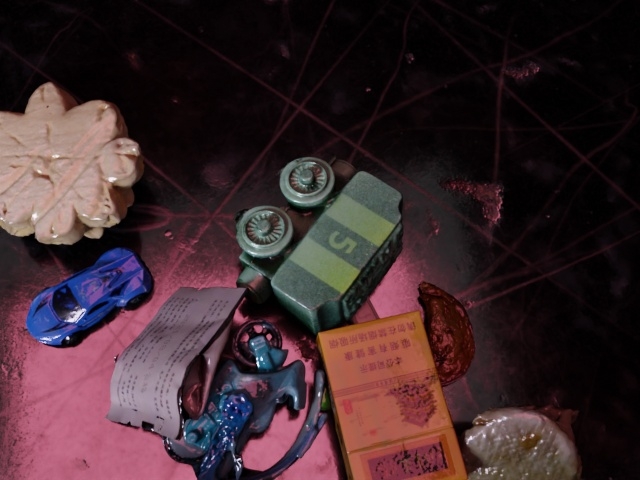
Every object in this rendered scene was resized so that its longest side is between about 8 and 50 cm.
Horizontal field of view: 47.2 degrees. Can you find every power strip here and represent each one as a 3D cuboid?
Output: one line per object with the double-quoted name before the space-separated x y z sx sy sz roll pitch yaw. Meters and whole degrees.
"power strip" 0.076 0.134 1.266 0.048 0.030 0.191 -24 75 -14

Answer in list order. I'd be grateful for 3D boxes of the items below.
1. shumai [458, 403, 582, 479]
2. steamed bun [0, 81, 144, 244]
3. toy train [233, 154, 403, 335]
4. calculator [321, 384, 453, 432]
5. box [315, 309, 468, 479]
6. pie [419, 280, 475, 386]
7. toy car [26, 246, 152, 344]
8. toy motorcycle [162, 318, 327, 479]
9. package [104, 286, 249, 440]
"shumai" 0.320 0.321 1.179 0.201 0.201 0.120 20 29 1
"steamed bun" -0.447 -0.123 1.254 0.296 0.137 0.292 -17 74 -5
"toy train" 0.000 0.000 1.222 0.238 0.167 0.299 32 71 17
"calculator" 0.107 0.289 1.215 0.235 0.032 0.146 23 70 1
"box" 0.108 0.264 1.166 0.174 0.076 0.274 -12 72 -8
"pie" 0.224 0.159 1.272 0.088 0.033 0.191 0 71 -10
"toy car" -0.388 0.091 1.220 0.216 0.063 0.103 -33 78 -15
"toy motorcycle" -0.108 0.271 1.142 0.206 0.154 0.260 40 78 -2
"package" -0.230 0.174 1.143 0.062 0.204 0.250 42 61 -38
